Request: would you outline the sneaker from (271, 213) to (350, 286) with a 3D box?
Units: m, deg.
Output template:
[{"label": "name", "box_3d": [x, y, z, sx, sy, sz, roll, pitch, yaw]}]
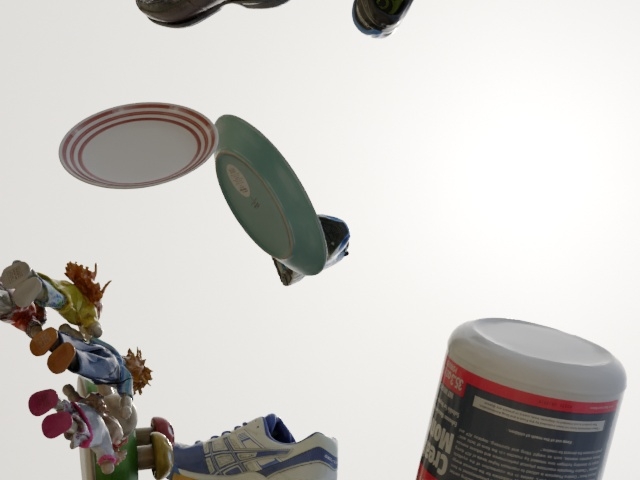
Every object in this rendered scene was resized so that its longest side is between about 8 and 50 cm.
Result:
[{"label": "sneaker", "box_3d": [0.000, 0.000, 1.934, 0.063, 0.073, 0.162, 68, -23, 5]}]

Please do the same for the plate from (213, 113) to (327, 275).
[{"label": "plate", "box_3d": [-0.060, -0.040, 1.775, 0.188, 0.024, 0.188, 46, -23, 26]}]

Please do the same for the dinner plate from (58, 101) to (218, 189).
[{"label": "dinner plate", "box_3d": [-0.159, -0.080, 1.556, 0.141, 0.141, 0.017, 43, -33, 45]}]

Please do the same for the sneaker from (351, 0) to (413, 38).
[{"label": "sneaker", "box_3d": [0.080, -0.279, 1.646, 0.078, 0.067, 0.188, -177, -77, -75]}]

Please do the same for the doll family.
[{"label": "doll family", "box_3d": [-0.247, 0.106, 1.813, 0.263, 0.118, 0.163, 54, 9, 24]}]

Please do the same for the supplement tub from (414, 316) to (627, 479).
[{"label": "supplement tub", "box_3d": [0.200, 0.233, 1.845, 0.191, 0.191, 0.272, 29, -70, 54]}]

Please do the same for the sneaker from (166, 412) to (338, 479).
[{"label": "sneaker", "box_3d": [-0.094, 0.293, 2.364, 0.296, 0.112, 0.131, 9, -104, 35]}]

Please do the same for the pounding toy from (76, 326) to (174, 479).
[{"label": "pounding toy", "box_3d": [-0.215, 0.220, 2.015, 0.183, 0.110, 0.237, -107, -162, -46]}]

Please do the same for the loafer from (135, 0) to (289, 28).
[{"label": "loafer", "box_3d": [-0.127, -0.308, 1.966, 0.302, 0.095, 0.109, 1, -119, 52]}]
